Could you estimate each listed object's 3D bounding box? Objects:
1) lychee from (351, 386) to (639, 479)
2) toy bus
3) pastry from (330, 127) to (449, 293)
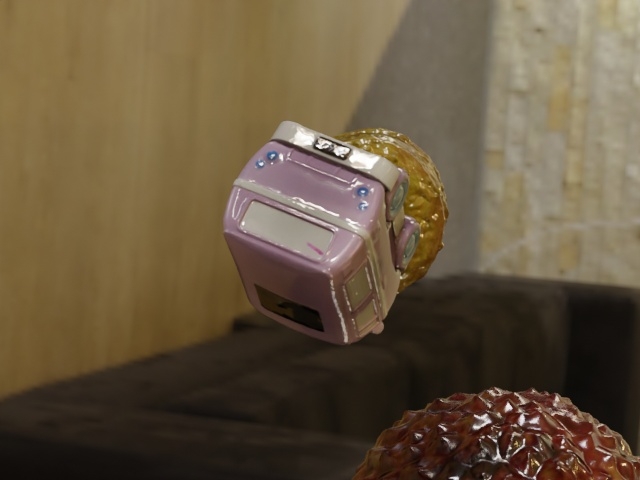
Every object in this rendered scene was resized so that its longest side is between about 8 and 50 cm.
[{"bbox_3d":[0.214,0.394,2.137,0.500,0.425,0.424,-35,-147,53],"label":"lychee"},{"bbox_3d":[0.000,0.000,1.566,0.142,0.142,0.202,-63,161,-21],"label":"toy bus"},{"bbox_3d":[0.042,-0.028,1.801,0.103,0.189,0.188,-76,169,-82],"label":"pastry"}]
